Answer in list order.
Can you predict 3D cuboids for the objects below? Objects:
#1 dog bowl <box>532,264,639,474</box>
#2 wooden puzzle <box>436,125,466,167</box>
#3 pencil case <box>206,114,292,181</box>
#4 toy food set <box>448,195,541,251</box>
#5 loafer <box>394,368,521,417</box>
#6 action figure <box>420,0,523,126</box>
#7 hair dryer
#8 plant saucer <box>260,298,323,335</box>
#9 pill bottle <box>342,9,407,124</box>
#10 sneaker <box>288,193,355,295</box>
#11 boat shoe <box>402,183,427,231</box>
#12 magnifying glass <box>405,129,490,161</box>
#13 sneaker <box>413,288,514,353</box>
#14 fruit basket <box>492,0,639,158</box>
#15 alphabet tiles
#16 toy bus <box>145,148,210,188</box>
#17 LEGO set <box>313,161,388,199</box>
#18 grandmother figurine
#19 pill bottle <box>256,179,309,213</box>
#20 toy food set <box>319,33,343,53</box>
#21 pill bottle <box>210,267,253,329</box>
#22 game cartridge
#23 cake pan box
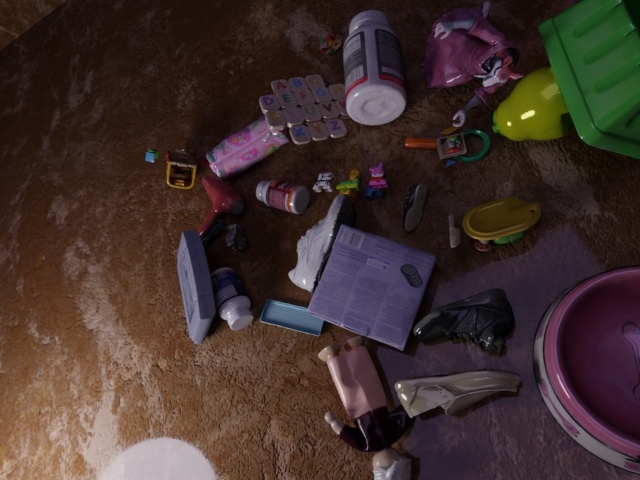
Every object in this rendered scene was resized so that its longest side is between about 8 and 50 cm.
[{"bbox_3d":[0.621,0.229,0.899,0.408,0.150,0.408,-10,65,22],"label":"dog bowl"},{"bbox_3d":[0.352,-0.257,1.283,0.078,0.014,0.116,-20,63,15],"label":"wooden puzzle"},{"bbox_3d":[-0.227,-0.306,1.533,0.284,0.124,0.124,-28,60,12],"label":"pencil case"},{"bbox_3d":[0.423,-0.030,1.156,0.217,0.071,0.128,-16,39,16],"label":"toy food set"},{"bbox_3d":[0.300,0.334,1.035,0.268,0.102,0.092,-12,72,19],"label":"loafer"},{"bbox_3d":[0.419,-0.466,1.240,0.275,0.248,0.370,-19,33,-11],"label":"action figure"},{"bbox_3d":[-0.343,-0.083,1.509,0.223,0.080,0.294,-14,66,19],"label":"hair dryer"},{"bbox_3d":[-0.075,0.211,1.304,0.192,0.018,0.067,8,72,28],"label":"plant saucer"},{"bbox_3d":[0.156,-0.521,1.416,0.176,0.176,0.319,-11,65,20],"label":"pill bottle"},{"bbox_3d":[0.000,0.000,1.310,0.129,0.111,0.297,16,75,34],"label":"sneaker"},{"bbox_3d":[0.246,-0.087,1.271,0.042,0.049,0.133,6,76,56],"label":"boat shoe"},{"bbox_3d":[0.348,-0.264,1.310,0.231,0.026,0.092,10,73,26],"label":"magnifying glass"},{"bbox_3d":[0.330,0.206,1.078,0.227,0.087,0.130,-21,55,10],"label":"sneaker"},{"bbox_3d":[0.618,-0.347,1.128,0.392,0.283,0.392,-173,90,-67],"label":"fruit basket"},{"bbox_3d":[-0.038,-0.416,1.475,0.284,0.021,0.278,-13,60,-12],"label":"alphabet tiles"},{"bbox_3d":[-0.481,-0.241,1.628,0.191,0.202,0.104,21,109,23],"label":"toy bus"},{"bbox_3d":[0.103,-0.173,1.350,0.227,0.087,0.093,0,66,31],"label":"LEGO set"},{"bbox_3d":[0.118,0.397,1.091,0.207,0.104,0.342,-20,63,0],"label":"grandmother figurine"},{"bbox_3d":[-0.116,-0.135,1.429,0.152,0.086,0.086,16,76,29],"label":"pill bottle"},{"bbox_3d":[0.034,-0.673,1.629,0.082,0.020,0.083,-27,60,12],"label":"toy food set"},{"bbox_3d":[-0.257,0.168,1.360,0.094,0.094,0.169,-37,59,6],"label":"pill bottle"},{"bbox_3d":[-0.365,0.128,1.383,0.060,0.196,0.294,-6,58,-23],"label":"game cartridge"},{"bbox_3d":[0.123,0.113,1.181,0.266,0.070,0.246,19,75,10],"label":"cake pan box"}]
